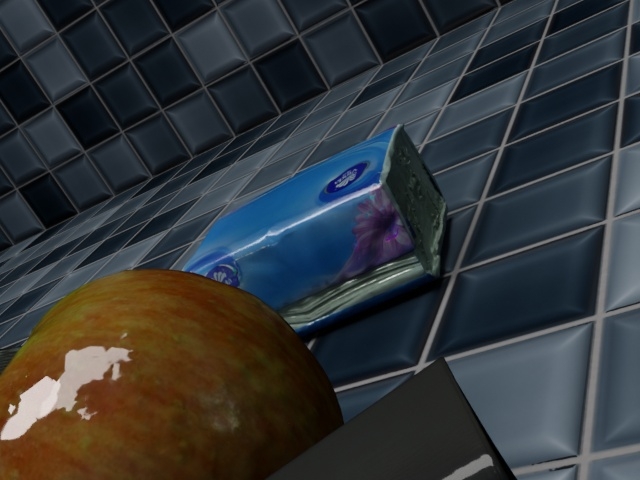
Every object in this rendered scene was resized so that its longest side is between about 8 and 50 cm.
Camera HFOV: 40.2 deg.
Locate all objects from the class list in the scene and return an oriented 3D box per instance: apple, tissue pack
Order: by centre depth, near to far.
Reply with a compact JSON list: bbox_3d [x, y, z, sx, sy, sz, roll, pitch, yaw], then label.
[{"bbox_3d":[-0.123,0.173,0.610,0.309,0.250,0.277,-44,19,47],"label":"apple"},{"bbox_3d":[0.000,0.000,1.008,0.264,0.146,0.198,-24,19,22],"label":"tissue pack"}]

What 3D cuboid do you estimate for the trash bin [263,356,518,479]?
[{"bbox_3d":[0.013,0.194,0.418,0.226,0.165,0.115,-33,17,4],"label":"trash bin"}]

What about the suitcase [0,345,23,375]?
[{"bbox_3d":[-0.397,0.227,1.077,0.312,0.128,0.202,-14,24,44],"label":"suitcase"}]
